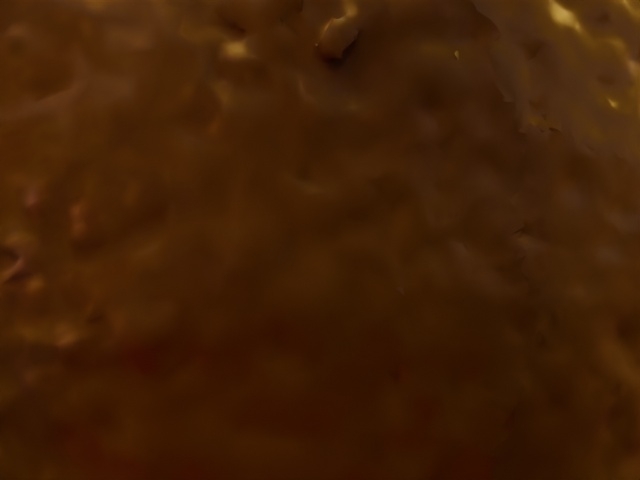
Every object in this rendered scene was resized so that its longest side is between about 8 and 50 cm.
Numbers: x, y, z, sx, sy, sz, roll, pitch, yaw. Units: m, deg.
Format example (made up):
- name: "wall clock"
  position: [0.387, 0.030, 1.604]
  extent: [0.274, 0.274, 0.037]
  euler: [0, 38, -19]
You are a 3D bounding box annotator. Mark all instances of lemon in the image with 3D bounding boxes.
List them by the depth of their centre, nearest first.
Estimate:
- name: "lemon"
  position: [0.000, 0.000, 0.454]
  extent: [0.268, 0.322, 0.268]
  euler: [-23, 3, 1]
